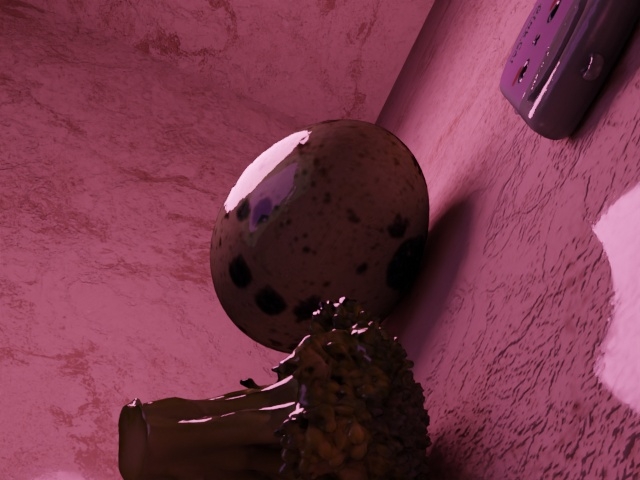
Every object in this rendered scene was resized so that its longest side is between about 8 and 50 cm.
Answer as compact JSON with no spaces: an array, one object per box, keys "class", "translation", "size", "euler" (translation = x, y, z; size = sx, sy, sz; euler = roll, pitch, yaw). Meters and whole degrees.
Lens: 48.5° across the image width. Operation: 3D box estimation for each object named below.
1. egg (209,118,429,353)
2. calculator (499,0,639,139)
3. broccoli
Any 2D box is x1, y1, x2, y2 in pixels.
[{"class":"egg","translation":[0.000,0.000,0.998],"size":[0.379,0.287,0.288],"euler":[-44,18,43]},{"class":"calculator","translation":[0.224,-0.178,0.661],"size":[0.246,0.045,0.141],"euler":[-77,10,-67]},{"class":"broccoli","translation":[-0.019,0.192,0.604],"size":[0.260,0.235,0.288],"euler":[-2,-69,-55]}]
